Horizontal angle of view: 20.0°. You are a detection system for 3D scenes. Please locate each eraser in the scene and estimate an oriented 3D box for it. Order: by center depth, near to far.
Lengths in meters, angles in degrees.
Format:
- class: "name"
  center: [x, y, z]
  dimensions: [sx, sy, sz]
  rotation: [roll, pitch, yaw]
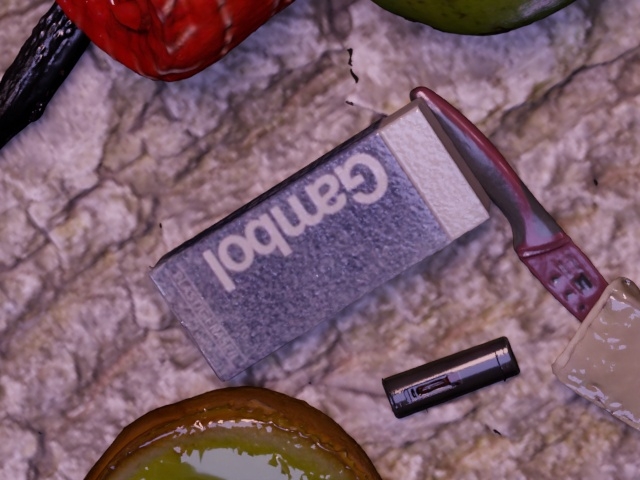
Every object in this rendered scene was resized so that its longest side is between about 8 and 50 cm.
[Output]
- class: "eraser"
  center: [0.000, 0.000, 1.177]
  dimensions: [0.212, 0.046, 0.092]
  rotation: [-31, 99, 15]

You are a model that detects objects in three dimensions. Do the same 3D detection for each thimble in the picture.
- class: "thimble"
  center: [-0.096, -0.189, 1.076]
  dimensions: [0.125, 0.189, 0.163]
  rotation: [-39, 130, -20]

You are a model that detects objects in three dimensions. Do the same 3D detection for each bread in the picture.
- class: "bread"
  center: [-0.056, 0.211, 1.224]
  dimensions: [0.236, 0.070, 0.236]
  rotation: [1, 104, 5]

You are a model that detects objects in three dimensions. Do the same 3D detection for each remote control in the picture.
- class: "remote control"
  center: [0.087, 0.093, 1.213]
  dimensions: [0.091, 0.016, 0.034]
  rotation: [-21, 95, 8]

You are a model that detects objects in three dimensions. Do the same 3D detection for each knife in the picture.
- class: "knife"
  center: [0.139, -0.004, 1.187]
  dimensions: [0.035, 0.018, 0.247]
  rotation: [-39, 97, 9]

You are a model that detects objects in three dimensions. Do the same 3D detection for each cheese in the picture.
- class: "cheese"
  center: [0.338, 0.160, 1.194]
  dimensions: [0.400, 0.034, 0.085]
  rotation: [33, 108, -5]

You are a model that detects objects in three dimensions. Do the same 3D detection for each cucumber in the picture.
- class: "cucumber"
  center: [-0.190, -0.100, 1.183]
  dimensions: [0.039, 0.043, 0.163]
  rotation: [42, 105, 22]

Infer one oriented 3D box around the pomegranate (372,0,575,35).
- class: "pomegranate"
  center: [0.084, -0.219, 1.039]
  dimensions: [0.202, 0.248, 0.202]
  rotation: [-2, 85, 27]
